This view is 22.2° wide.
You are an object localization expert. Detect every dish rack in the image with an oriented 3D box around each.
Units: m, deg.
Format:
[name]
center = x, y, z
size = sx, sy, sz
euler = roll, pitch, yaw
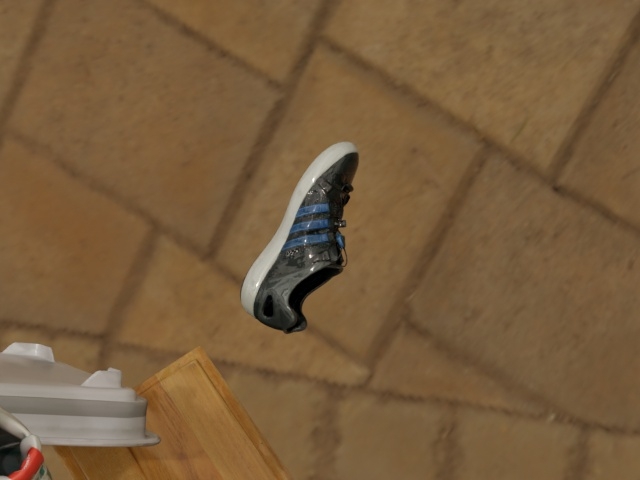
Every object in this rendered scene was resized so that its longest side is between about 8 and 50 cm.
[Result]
[dish rack]
center = -0.343, 0.149, 1.687
size = 0.333, 0.286, 0.072
euler = 7, 91, 60

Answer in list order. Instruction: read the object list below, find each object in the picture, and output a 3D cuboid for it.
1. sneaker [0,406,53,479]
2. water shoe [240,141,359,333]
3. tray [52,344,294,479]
[sneaker]
center = -0.171, 0.129, 0.869
size = 0.075, 0.057, 0.161
euler = 8, 144, 40
[water shoe]
center = 0.000, 0.000, 1.647
size = 0.080, 0.073, 0.203
euler = 30, 92, 24
[tray]
center = -0.110, 0.315, 1.738
size = 0.203, 0.076, 0.411
euler = -33, 53, -8
